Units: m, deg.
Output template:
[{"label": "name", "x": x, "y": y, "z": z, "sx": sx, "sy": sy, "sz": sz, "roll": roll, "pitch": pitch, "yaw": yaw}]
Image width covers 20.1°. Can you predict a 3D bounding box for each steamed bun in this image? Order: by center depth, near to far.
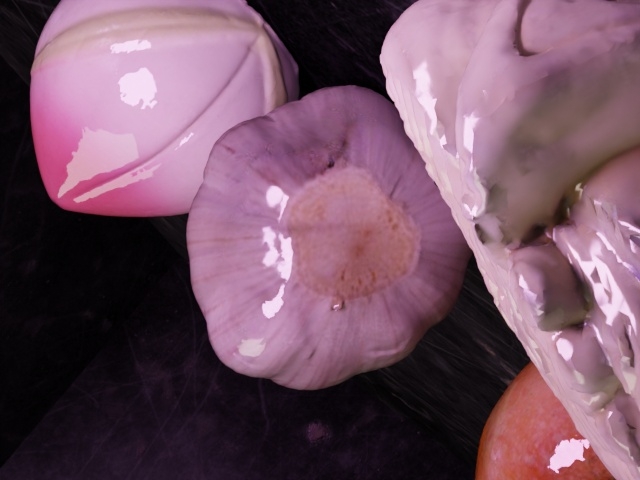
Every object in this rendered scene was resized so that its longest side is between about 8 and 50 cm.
[{"label": "steamed bun", "x": 0.209, "y": -0.030, "z": 1.092, "sx": 0.339, "sy": 0.247, "sz": 0.352, "roll": 59, "pitch": -176, "yaw": -12}, {"label": "steamed bun", "x": -0.193, "y": -0.146, "z": 1.987, "sx": 0.309, "sy": 0.309, "sz": 0.309, "roll": 39, "pitch": 171, "yaw": 7}]

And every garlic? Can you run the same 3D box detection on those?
[{"label": "garlic", "x": 0.000, "y": 0.000, "z": 1.851, "sx": 0.317, "sy": 0.317, "sz": 0.259, "roll": 40, "pitch": 178, "yaw": -2}]

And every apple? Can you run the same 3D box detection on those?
[{"label": "apple", "x": 0.309, "y": 0.236, "z": 1.754, "sx": 0.338, "sy": 0.338, "sz": 0.305, "roll": 41, "pitch": -169, "yaw": -9}]

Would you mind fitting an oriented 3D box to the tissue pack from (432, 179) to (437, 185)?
[{"label": "tissue pack", "x": 0.187, "y": -0.039, "z": 1.583, "sx": 0.170, "sy": 0.090, "sz": 0.103, "roll": 37, "pitch": 171, "yaw": 7}]
